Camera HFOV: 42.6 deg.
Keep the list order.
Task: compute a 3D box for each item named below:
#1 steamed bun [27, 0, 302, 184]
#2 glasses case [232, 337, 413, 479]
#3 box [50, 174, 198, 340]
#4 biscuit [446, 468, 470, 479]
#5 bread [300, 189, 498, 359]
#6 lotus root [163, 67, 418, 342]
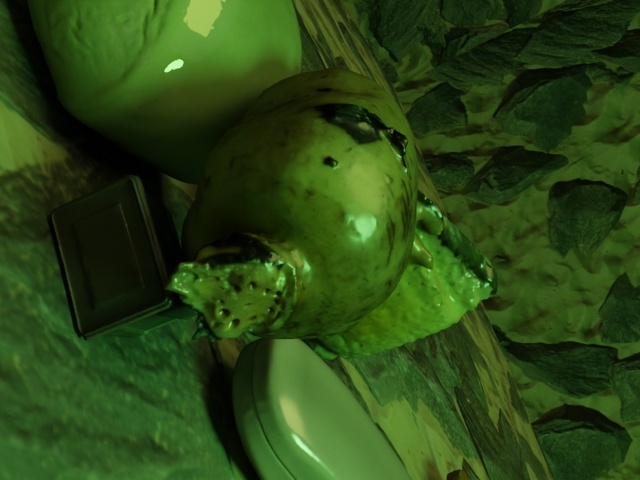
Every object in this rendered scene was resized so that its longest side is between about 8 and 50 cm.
[{"bbox_3d":[-0.113,-0.178,0.621,0.200,0.155,0.250,42,24,-59],"label":"steamed bun"},{"bbox_3d":[0.023,0.194,0.640,0.297,0.075,0.113,56,17,-28],"label":"glasses case"},{"bbox_3d":[-0.114,0.016,0.493,0.063,0.060,0.084,50,18,-70],"label":"box"},{"bbox_3d":[0.199,0.408,1.008,0.165,0.036,0.250,29,41,-68],"label":"biscuit"},{"bbox_3d":[0.000,0.000,0.730,0.262,0.162,0.204,17,-27,46],"label":"bread"},{"bbox_3d":[-0.004,-0.028,0.526,0.140,0.154,0.257,30,41,-9],"label":"lotus root"}]
